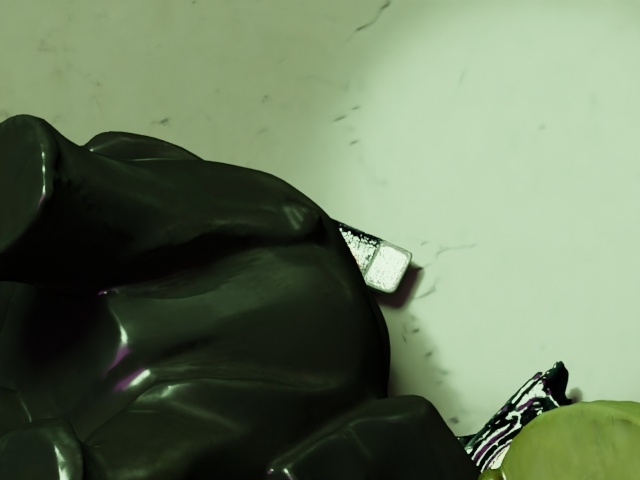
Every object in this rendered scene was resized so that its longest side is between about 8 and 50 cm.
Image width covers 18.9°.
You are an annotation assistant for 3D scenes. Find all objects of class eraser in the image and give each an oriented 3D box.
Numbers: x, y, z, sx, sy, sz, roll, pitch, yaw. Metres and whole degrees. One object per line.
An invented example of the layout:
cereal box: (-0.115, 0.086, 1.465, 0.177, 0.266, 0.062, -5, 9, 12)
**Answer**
eraser: (0.000, 0.000, 0.968, 0.099, 0.019, 0.027, 24, 80, 21)

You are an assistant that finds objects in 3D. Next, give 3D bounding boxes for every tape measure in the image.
tape measure: (0.099, 0.116, 0.881, 0.091, 0.054, 0.094, -33, 60, 6)

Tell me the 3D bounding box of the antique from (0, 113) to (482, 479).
antique: (-0.066, 0.079, 0.838, 0.185, 0.255, 0.322, -31, 49, 32)

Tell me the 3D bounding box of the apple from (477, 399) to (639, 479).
apple: (0.109, 0.207, 0.683, 0.295, 0.233, 0.258, -33, 61, 14)
